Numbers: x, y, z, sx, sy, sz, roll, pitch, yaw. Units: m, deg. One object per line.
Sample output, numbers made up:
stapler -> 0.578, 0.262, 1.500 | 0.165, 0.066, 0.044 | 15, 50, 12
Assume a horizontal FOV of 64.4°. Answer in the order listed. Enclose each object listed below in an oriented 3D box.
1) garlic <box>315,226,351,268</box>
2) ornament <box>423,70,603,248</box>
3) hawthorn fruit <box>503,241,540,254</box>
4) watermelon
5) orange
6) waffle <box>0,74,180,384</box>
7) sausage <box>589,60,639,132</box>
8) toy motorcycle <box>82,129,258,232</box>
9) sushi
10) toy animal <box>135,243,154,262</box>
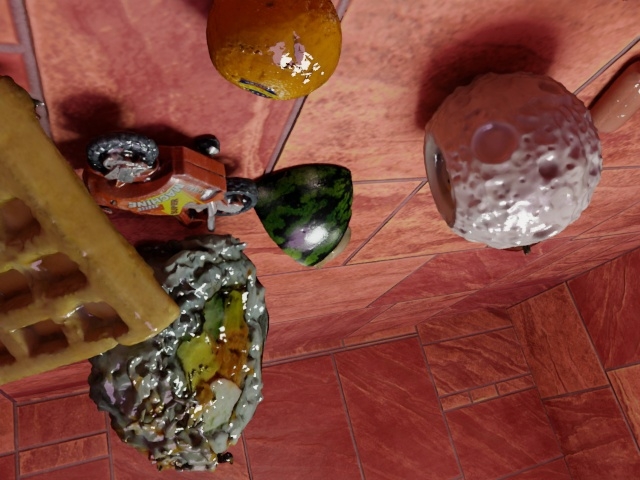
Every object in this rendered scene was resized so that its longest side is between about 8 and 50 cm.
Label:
garlic -> 0.002, -0.013, 1.082 | 0.124, 0.099, 0.174 | -42, 156, 15
ornament -> 0.280, -0.119, 0.750 | 0.225, 0.259, 0.259 | -15, 160, 2
hawthorn fruit -> 0.364, -0.080, 0.955 | 0.215, 0.249, 0.215 | 0, 138, 0
watermelon -> -0.024, -0.039, 0.909 | 0.193, 0.145, 0.137 | -11, 164, -13
orange -> -0.043, -0.202, 0.501 | 0.136, 0.117, 0.135 | 25, -178, -1
waffle -> -0.377, 0.015, 0.610 | 0.304, 0.077, 0.348 | -18, 117, 21
sausage -> 0.518, -0.241, 0.869 | 0.062, 0.062, 0.154 | -12, 159, -7
toy motorcycle -> -0.221, -0.082, 0.729 | 0.171, 0.089, 0.298 | -23, 159, 23
sushi -> -0.218, 0.177, 0.868 | 0.176, 0.417, 0.417 | 0, 164, 18
toy animal -> -0.294, 0.062, 1.056 | 0.186, 0.093, 0.214 | -32, 147, 19
